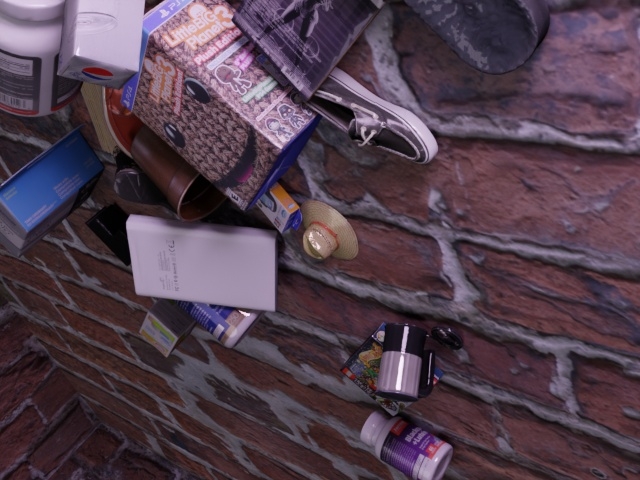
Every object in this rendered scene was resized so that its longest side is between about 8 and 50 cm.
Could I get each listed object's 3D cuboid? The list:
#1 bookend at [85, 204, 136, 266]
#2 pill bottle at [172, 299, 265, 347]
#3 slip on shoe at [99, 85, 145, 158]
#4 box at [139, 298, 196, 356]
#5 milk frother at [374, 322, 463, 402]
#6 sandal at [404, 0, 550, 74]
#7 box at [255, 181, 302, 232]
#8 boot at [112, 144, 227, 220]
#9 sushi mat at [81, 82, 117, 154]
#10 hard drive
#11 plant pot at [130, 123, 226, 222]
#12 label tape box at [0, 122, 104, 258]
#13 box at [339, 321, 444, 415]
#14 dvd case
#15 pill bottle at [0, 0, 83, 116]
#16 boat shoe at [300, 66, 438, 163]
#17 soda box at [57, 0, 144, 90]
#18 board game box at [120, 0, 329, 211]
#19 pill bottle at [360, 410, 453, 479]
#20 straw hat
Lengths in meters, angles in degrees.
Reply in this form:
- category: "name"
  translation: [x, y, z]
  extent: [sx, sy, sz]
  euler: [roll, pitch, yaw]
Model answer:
- category: "bookend"
  translation: [-0.498, -0.031, 2.065]
  extent: [0.157, 0.072, 0.156]
  euler: [46, 149, -6]
- category: "pill bottle"
  translation: [-0.255, 0.109, 1.876]
  extent: [0.264, 0.153, 0.153]
  euler: [40, 150, 4]
- category: "slip on shoe"
  translation: [-0.339, -0.272, 1.527]
  extent: [0.101, 0.123, 0.331]
  euler: [25, 141, 21]
- category: "box"
  translation: [-0.416, 0.228, 2.272]
  extent: [0.114, 0.103, 0.203]
  euler: [42, 150, 1]
- category: "milk frother"
  translation: [0.183, 0.228, 1.526]
  extent: [0.129, 0.135, 0.143]
  euler: [17, 159, -18]
- category: "sandal"
  translation: [0.071, -0.354, 0.932]
  extent: [0.445, 0.107, 0.167]
  euler: [42, 150, 1]
- category: "box"
  translation: [-0.089, -0.075, 1.542]
  extent: [0.136, 0.028, 0.081]
  euler: [51, 152, 13]
- category: "boot"
  translation: [-0.319, -0.129, 1.707]
  extent: [0.236, 0.085, 0.179]
  euler: [14, -157, -26]
- category: "sushi mat"
  translation: [-0.451, -0.283, 1.736]
  extent: [0.151, 0.019, 0.317]
  euler: [28, 148, 26]
- category: "hard drive"
  translation: [-0.243, 0.049, 1.723]
  extent: [0.307, 0.040, 0.203]
  euler: [6, 129, 4]
- category: "plant pot"
  translation: [-0.259, -0.150, 1.555]
  extent: [0.165, 0.167, 0.167]
  euler: [43, 152, 17]
- category: "label tape box"
  translation: [-0.649, -0.114, 1.957]
  extent: [0.115, 0.249, 0.347]
  euler: [47, 150, -8]
- category: "box"
  translation: [0.144, 0.276, 1.728]
  extent: [0.159, 0.044, 0.233]
  euler: [39, 150, 5]
- category: "dvd case"
  translation: [-0.019, -0.317, 1.119]
  extent: [0.164, 0.018, 0.221]
  euler: [47, 137, 2]
- category: "pill bottle"
  translation: [-0.507, -0.382, 1.431]
  extent: [0.210, 0.210, 0.363]
  euler: [44, 153, -2]
- category: "boat shoe"
  translation: [0.069, -0.171, 1.211]
  extent: [0.219, 0.070, 0.078]
  euler: [35, 150, 13]
- category: "soda box"
  translation: [-0.313, -0.374, 1.195]
  extent: [0.098, 0.286, 0.091]
  euler: [10, 166, -31]
- category: "board game box"
  translation: [-0.160, -0.229, 1.336]
  extent: [0.291, 0.141, 0.232]
  euler: [41, 150, 1]
- category: "pill bottle"
  translation: [0.191, 0.465, 1.854]
  extent: [0.193, 0.108, 0.108]
  euler: [25, 146, 27]
- category: "straw hat"
  translation: [0.000, 0.000, 1.524]
  extent: [0.144, 0.061, 0.144]
  euler: [30, 149, 21]
